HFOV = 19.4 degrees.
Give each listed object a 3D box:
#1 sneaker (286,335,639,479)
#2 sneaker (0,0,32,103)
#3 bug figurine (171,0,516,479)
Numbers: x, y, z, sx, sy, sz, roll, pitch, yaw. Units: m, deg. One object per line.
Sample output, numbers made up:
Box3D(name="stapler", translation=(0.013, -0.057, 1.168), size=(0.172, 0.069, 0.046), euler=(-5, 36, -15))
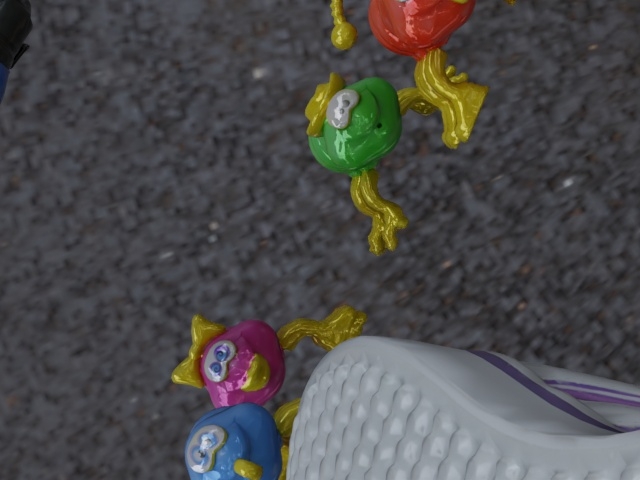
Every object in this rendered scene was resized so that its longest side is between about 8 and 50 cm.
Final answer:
Box3D(name="sneaker", translation=(0.102, 0.076, 0.391), size=(0.282, 0.161, 0.102), euler=(-178, 90, -65))
Box3D(name="sneaker", translation=(-0.176, -0.079, 0.778), size=(0.152, 0.058, 0.085), euler=(4, 62, 47))
Box3D(name="bug figurine", translation=(0.000, 0.000, 0.770), size=(0.072, 0.216, 0.279), euler=(23, 82, -3))
